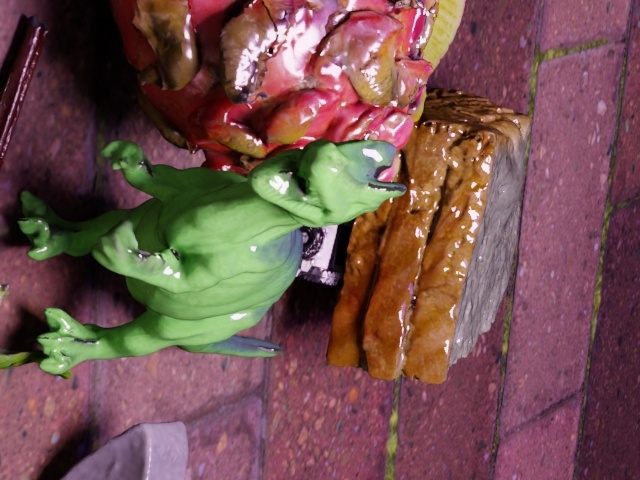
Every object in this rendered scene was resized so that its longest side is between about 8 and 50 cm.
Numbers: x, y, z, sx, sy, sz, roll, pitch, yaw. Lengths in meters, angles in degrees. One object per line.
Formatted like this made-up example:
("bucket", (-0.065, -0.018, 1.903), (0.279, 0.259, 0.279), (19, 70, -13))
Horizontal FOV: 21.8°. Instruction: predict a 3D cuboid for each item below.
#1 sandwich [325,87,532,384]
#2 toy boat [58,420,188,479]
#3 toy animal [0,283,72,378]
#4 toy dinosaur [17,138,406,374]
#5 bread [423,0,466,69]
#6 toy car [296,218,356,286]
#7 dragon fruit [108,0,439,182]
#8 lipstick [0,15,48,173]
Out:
("sandwich", (0.123, -0.011, 1.673), (0.325, 0.131, 0.262), (-33, 136, -72))
("toy boat", (-0.183, 0.309, 1.461), (0.276, 0.111, 0.293), (-50, 150, -21))
("toy animal", (-0.255, 0.068, 1.308), (0.217, 0.041, 0.075), (15, 88, -61))
("toy dinosaur", (-0.031, 0.009, 1.343), (0.500, 0.374, 0.144), (15, 62, -60))
("bread", (0.054, -0.231, 1.601), (0.228, 0.033, 0.228), (-25, 132, -32))
("toy car", (0.000, 0.000, 1.612), (0.170, 0.070, 0.080), (8, 96, -76))
("dragon fruit", (-0.037, -0.164, 1.319), (0.250, 0.269, 0.291), (-28, 106, -14))
("lipstick", (-0.245, -0.087, 1.270), (0.027, 0.027, 0.177), (29, 77, -56))
